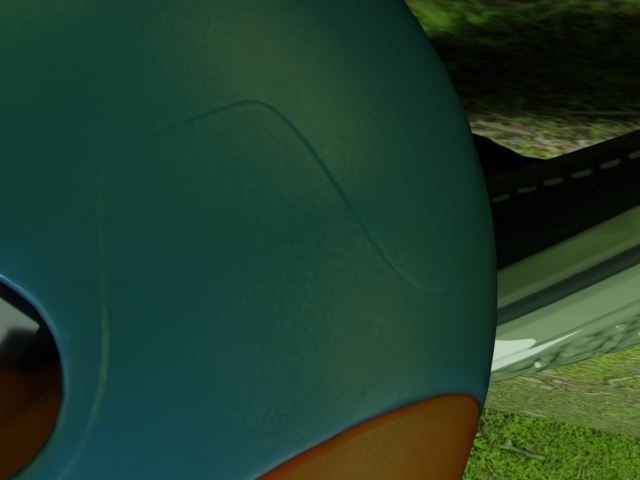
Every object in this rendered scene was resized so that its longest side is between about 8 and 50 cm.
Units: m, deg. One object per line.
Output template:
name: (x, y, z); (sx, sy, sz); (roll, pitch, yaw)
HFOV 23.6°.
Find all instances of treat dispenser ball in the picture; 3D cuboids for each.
treat dispenser ball: (-0.094, 0.015, 0.438); (0.288, 0.288, 0.288); (11, 172, 2)

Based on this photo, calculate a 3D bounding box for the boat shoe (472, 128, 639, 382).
boat shoe: (0.000, 0.000, 0.668); (0.500, 0.155, 0.187); (-15, 175, 40)
